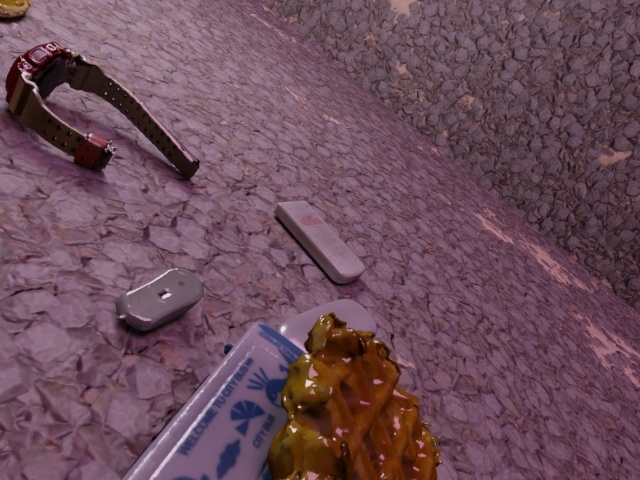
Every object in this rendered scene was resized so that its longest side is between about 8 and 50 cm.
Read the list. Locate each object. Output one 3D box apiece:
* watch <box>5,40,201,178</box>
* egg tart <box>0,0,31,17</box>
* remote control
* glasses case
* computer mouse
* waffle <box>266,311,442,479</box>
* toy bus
[{"bbox_3d":[-0.322,-0.171,0.720,0.268,0.102,0.164,43,35,-7],"label":"watch"},{"bbox_3d":[-0.606,-0.463,0.841,0.191,0.074,0.191,27,27,-16],"label":"egg tart"},{"bbox_3d":[0.000,0.000,0.869,0.190,0.029,0.088,47,30,19],"label":"remote control"},{"bbox_3d":[0.012,0.128,0.670,0.076,0.049,0.197,48,30,20],"label":"glasses case"},{"bbox_3d":[-0.186,0.071,0.556,0.056,0.032,0.110,43,39,14],"label":"computer mouse"},{"bbox_3d":[0.049,0.229,0.396,0.302,0.068,0.324,52,28,-40],"label":"waffle"},{"bbox_3d":[-0.098,0.190,0.371,0.106,0.131,0.297,37,28,2],"label":"toy bus"}]
